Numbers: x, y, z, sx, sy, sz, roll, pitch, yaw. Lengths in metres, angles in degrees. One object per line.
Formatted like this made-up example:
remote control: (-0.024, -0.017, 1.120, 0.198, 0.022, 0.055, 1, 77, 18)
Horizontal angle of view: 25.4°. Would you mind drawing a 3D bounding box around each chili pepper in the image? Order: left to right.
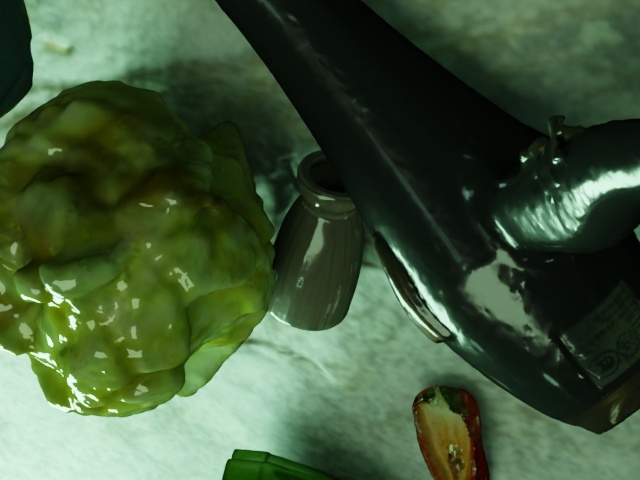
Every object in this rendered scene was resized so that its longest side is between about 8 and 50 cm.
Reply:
chili pepper: (0.089, 0.148, 0.896, 0.045, 0.027, 0.178, 11, 132, 30)

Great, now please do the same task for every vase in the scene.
vase: (0.000, 0.000, 0.803, 0.053, 0.053, 0.100, 24, 132, 12)

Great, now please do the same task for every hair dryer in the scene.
hair dryer: (0.086, -0.053, 0.588, 0.303, 0.120, 0.359, 52, 165, -2)

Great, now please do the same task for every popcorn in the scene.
popcorn: (-0.116, 0.006, 0.781, 0.185, 0.187, 0.167, 27, 116, 6)

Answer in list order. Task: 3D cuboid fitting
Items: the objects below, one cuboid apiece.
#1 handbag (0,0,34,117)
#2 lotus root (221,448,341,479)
handbag: (-0.313, -0.151, 0.744, 0.241, 0.222, 0.263, 12, 135, 30)
lotus root: (0.010, 0.236, 0.942, 0.186, 0.186, 0.186, 17, 135, 19)
